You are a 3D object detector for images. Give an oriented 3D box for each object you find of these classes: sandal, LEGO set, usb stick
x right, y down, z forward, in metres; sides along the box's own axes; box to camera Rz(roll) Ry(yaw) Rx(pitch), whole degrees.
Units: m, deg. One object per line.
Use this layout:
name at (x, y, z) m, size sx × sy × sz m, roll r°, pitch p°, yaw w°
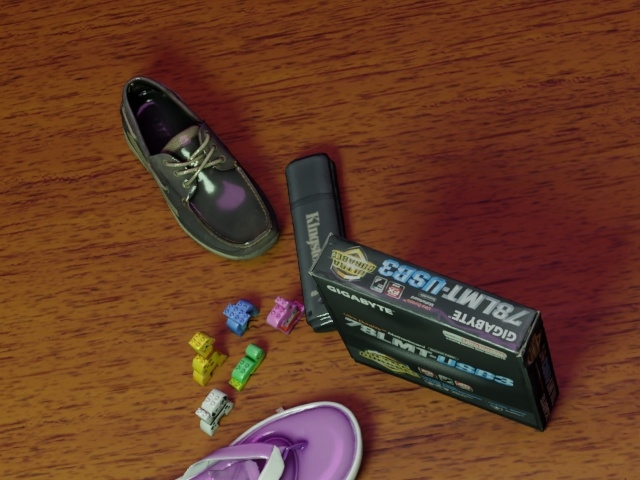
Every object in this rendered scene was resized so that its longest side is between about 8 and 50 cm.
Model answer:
sandal at (-0.130, 0.349, 2.002) m, size 0.416 × 0.102 × 0.169 m, roll -30°, pitch 64°, yaw 2°
LEGO set at (-0.129, 0.149, 2.106) m, size 0.087 × 0.093 × 0.227 m, roll 30°, pitch 75°, yaw 24°
usb stick at (0.000, 0.000, 2.173) m, size 0.077 × 0.045 × 0.278 m, roll -11°, pitch 63°, yaw 6°

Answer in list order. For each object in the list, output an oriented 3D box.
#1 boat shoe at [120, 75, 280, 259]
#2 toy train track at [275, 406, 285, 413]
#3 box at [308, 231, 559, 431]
boat shoe at (-0.197, -0.110, 2.225) m, size 0.132 × 0.130 × 0.355 m, roll -41°, pitch 63°, yaw -7°
toy train track at (-0.036, 0.262, 2.075) m, size 0.048 × 0.014 × 0.083 m, roll -37°, pitch 63°, yaw -5°
box at (0.153, 0.124, 1.936) m, size 0.295 × 0.293 × 0.073 m, roll 20°, pitch 72°, yaw 21°
